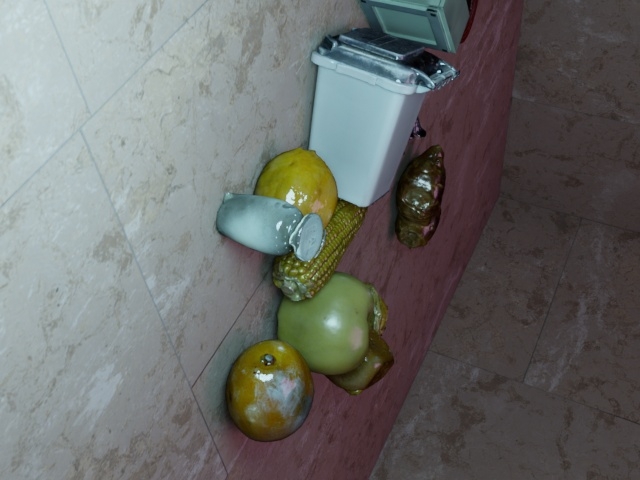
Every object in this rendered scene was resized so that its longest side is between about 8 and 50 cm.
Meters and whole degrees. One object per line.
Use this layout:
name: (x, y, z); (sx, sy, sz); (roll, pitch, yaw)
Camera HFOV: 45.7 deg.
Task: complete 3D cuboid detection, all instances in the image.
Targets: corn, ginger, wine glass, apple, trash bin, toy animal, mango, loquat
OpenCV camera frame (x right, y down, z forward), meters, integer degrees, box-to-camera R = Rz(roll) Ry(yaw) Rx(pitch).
corn: (0.000, 0.000, 1.866); (0.387, 0.144, 0.144); (-58, 156, -45)
ginger: (0.356, -0.161, 2.614); (0.274, 0.152, 0.357); (-53, 154, -42)
wine glass: (-0.100, -0.029, 1.482); (0.111, 0.204, 0.111); (-42, 141, -47)
apple: (0.017, 0.207, 1.914); (0.262, 0.262, 0.262); (-51, 151, -44)
trash bin: (0.122, -0.278, 1.759); (0.256, 0.296, 0.368); (-39, 148, -57)
toy animal: (0.259, -0.365, 2.258); (0.121, 0.117, 0.210); (-48, 151, -36)
mango: (-0.118, 0.367, 1.783); (0.384, 0.199, 0.221); (100, 13, -56)
loquat: (-0.052, -0.083, 1.622); (0.187, 0.176, 0.234); (19, 86, -53)

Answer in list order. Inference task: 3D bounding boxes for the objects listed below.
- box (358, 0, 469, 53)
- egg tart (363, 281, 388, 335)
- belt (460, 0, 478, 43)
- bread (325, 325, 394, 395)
box: (0.225, -0.570, 1.847); (0.117, 0.225, 0.225); (-70, 159, -7)
egg tart: (0.147, 0.234, 2.355); (0.212, 0.090, 0.212); (-172, -90, -67)
belt: (0.404, -0.759, 2.310); (0.227, 0.115, 0.324); (-58, 155, -36)
bread: (0.075, 0.323, 2.200); (0.176, 0.246, 0.195); (-52, 157, 18)
